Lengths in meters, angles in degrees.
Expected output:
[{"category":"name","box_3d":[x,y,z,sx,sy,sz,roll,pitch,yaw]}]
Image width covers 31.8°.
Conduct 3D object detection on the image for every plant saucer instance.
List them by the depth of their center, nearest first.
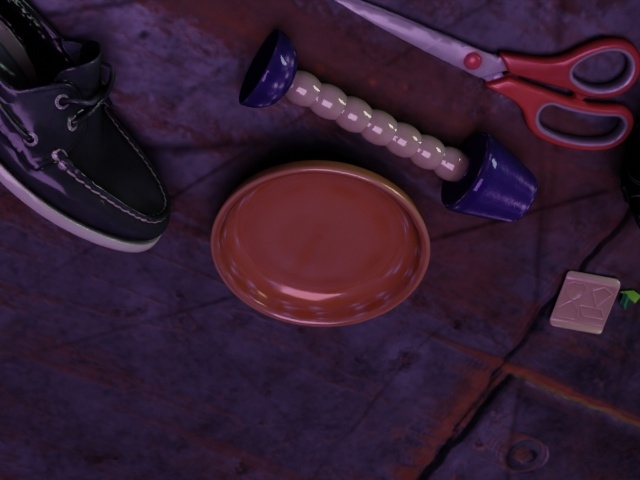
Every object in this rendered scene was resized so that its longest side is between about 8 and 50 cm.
[{"category":"plant saucer","box_3d":[0.000,0.000,1.027,0.200,0.037,0.200,2,134,2]}]

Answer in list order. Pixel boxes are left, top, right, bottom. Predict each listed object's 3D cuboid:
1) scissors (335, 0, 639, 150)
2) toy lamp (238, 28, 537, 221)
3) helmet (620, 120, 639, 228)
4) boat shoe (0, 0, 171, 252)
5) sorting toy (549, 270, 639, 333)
[{"category":"scissors","box_3d":[0.146,-0.144,0.989,0.297,0.021,0.109,7,121,-12]},{"category":"toy lamp","box_3d":[0.067,-0.093,0.980,0.274,0.080,0.080,26,114,-19]},{"category":"helmet","box_3d":[0.358,-0.050,0.982,0.169,0.161,0.169,-5,119,-8]},{"category":"boat shoe","box_3d":[-0.227,-0.130,0.899,0.113,0.127,0.340,-34,109,27]},{"category":"sorting toy","box_3d":[0.277,0.064,1.128,0.083,0.012,0.062,10,114,-8]}]
